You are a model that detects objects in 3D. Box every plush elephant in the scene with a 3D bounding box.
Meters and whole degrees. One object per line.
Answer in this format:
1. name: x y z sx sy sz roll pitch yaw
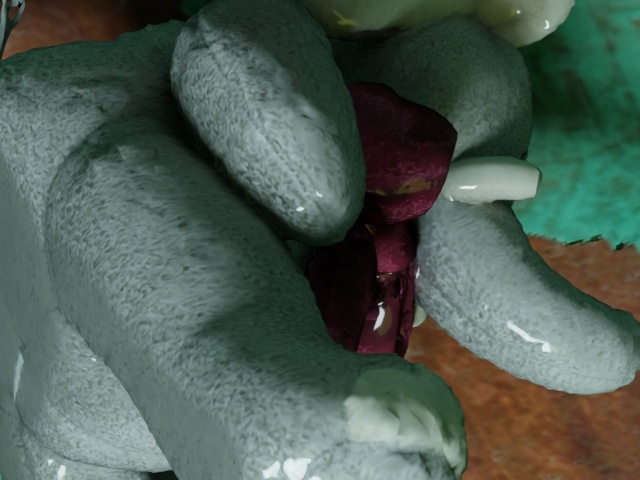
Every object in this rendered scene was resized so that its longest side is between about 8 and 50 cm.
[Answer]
1. plush elephant: 0.000 0.000 0.577 0.255 0.330 0.272 -14 146 -29
